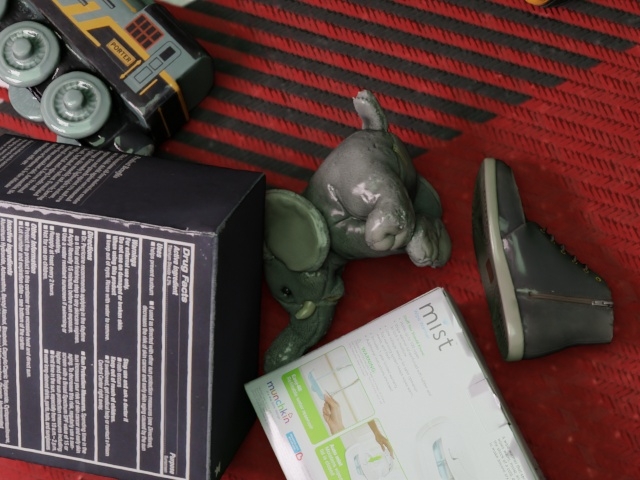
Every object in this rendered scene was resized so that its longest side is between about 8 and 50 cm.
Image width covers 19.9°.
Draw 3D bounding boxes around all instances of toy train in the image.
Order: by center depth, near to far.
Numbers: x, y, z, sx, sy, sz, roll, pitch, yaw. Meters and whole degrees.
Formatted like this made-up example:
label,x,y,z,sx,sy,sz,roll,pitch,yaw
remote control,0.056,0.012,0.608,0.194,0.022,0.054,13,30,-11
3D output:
label,x,y,z,sx,sy,sz,roll,pitch,yaw
toy train,-0.272,-0.221,2.007,0.190,0.142,0.334,-42,73,-11

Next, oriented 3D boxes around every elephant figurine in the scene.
label,x,y,z,sx,sy,sz,roll,pitch,yaw
elephant figurine,0.000,0.000,1.905,0.239,0.169,0.186,-25,46,22

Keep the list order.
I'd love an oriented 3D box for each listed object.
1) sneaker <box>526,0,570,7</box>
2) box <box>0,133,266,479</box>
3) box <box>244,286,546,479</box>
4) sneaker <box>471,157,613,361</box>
label,x,y,z,sx,sy,sz,roll,pitch,yaw
sneaker,0.265,-0.370,1.952,0.121,0.099,0.262,26,78,22
box,-0.219,0.073,1.852,0.294,0.183,0.296,10,115,13
box,0.086,0.216,1.850,0.231,0.127,0.262,-28,75,4
sneaker,0.229,0.016,1.897,0.118,0.083,0.222,-5,71,-9
